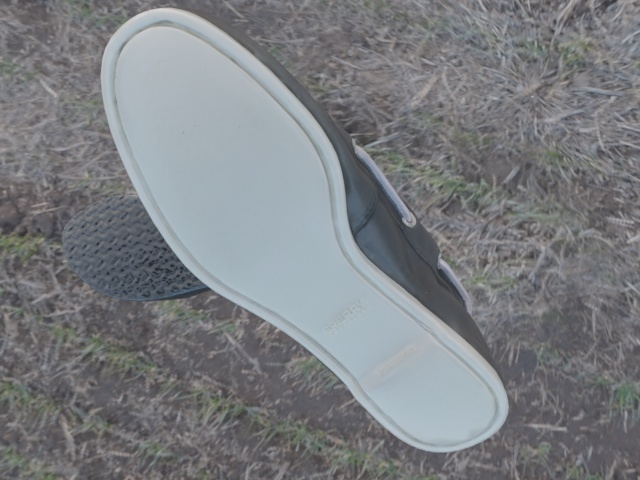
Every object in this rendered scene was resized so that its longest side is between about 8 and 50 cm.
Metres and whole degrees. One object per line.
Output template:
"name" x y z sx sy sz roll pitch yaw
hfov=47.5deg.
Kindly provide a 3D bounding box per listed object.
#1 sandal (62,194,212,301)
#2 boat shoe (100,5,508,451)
"sandal" -0.184 0.020 1.154 0.446 0.107 0.167 1 76 5
"boat shoe" 0.000 0.000 0.447 0.112 0.095 0.335 -33 114 17
